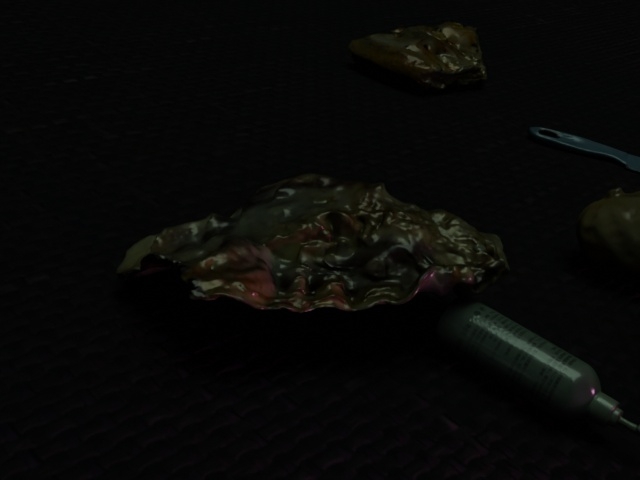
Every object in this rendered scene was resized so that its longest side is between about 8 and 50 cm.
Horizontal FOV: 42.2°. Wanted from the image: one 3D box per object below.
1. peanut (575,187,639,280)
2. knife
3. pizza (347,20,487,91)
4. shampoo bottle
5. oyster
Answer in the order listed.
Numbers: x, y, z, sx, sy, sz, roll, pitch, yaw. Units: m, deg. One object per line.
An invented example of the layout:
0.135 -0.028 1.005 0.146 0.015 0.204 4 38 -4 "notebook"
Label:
0.409 0.014 0.891 0.263 0.117 0.101 22 41 11 "peanut"
0.455 -0.115 1.209 0.313 0.019 0.044 17 39 9 "knife"
0.200 -0.322 1.414 0.297 0.071 0.189 -18 41 -40 "pizza"
0.190 0.115 0.708 0.195 0.056 0.056 32 37 30 "shampoo bottle"
0.000 -0.003 0.752 0.354 0.107 0.201 0 12 -18 "oyster"
